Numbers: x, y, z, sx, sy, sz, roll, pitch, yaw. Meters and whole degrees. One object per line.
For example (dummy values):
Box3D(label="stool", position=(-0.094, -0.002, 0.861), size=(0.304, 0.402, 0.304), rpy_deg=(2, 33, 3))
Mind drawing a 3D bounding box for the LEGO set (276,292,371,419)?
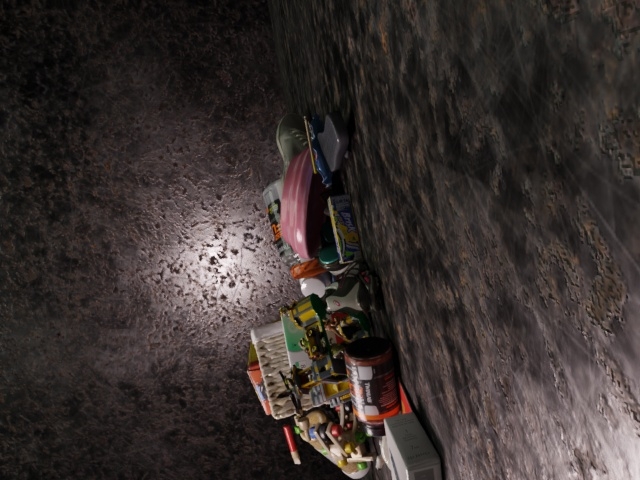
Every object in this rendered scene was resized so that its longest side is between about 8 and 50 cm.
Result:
Box3D(label="LEGO set", position=(-0.004, 0.280, 1.269), size=(0.331, 0.192, 0.255), rpy_deg=(19, -134, -58))

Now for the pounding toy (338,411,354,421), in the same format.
Box3D(label="pounding toy", position=(0.104, 0.607, 2.100), size=(0.181, 0.094, 0.206), rpy_deg=(-132, 31, -81))

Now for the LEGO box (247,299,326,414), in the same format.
Box3D(label="LEGO box", position=(-0.082, 0.447, 2.136), size=(0.500, 0.372, 0.193), rpy_deg=(-124, 12, -81))

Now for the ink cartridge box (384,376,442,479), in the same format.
Box3D(label="ink cartridge box", position=(0.170, 0.458, 1.007), size=(0.261, 0.066, 0.296), rpy_deg=(-117, 17, -72))

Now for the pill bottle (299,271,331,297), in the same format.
Box3D(label="pill bottle", position=(-0.016, 0.129, 2.019), size=(0.216, 0.121, 0.121), rpy_deg=(-78, -19, -62))

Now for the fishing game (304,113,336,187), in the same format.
Box3D(label="fishing game", position=(-0.003, -0.227, 1.347), size=(0.264, 0.041, 0.189), rpy_deg=(-45, -55, -74))

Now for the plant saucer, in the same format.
Box3D(label="plant saucer", position=(-0.043, -0.114, 1.509), size=(0.332, 0.084, 0.332), rpy_deg=(7, -90, -79))

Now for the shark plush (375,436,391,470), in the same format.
Box3D(label="shark plush", position=(0.164, 0.481, 1.264), size=(0.067, 0.073, 0.161), rpy_deg=(-9, -98, -64))

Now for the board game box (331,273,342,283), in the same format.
Box3D(label="board game box", position=(0.070, 0.207, 1.948), size=(0.201, 0.035, 0.136), rpy_deg=(88, 170, -64))

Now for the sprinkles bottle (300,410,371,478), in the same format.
Box3D(label="sprinkles bottle", position=(0.062, 0.788, 2.022), size=(0.355, 0.121, 0.121), rpy_deg=(51, -167, -34))

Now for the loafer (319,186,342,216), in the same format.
Box3D(label="loafer", position=(0.040, -0.077, 1.426), size=(0.170, 0.061, 0.062), rpy_deg=(-107, 8, -50))

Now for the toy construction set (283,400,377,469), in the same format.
Box3D(label="toy construction set", position=(0.054, 0.698, 1.793), size=(0.257, 0.308, 0.237), rpy_deg=(-49, -56, -85))

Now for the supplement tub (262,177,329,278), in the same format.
Box3D(label="supplement tub", position=(-0.068, -0.047, 1.871), size=(0.207, 0.207, 0.338), rpy_deg=(95, 158, -76))

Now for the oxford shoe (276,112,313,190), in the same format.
Box3D(label="oxford shoe", position=(-0.058, -0.303, 1.800), size=(0.130, 0.169, 0.449), rpy_deg=(-51, 30, 37))

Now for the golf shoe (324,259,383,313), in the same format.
Box3D(label="golf shoe", position=(0.062, 0.110, 1.224), size=(0.273, 0.120, 0.105), rpy_deg=(-171, 69, -87))

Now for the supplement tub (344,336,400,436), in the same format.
Box3D(label="supplement tub", position=(0.114, 0.313, 1.119), size=(0.106, 0.106, 0.198), rpy_deg=(-116, 16, -75))

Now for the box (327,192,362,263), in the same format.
Box3D(label="box", position=(0.060, -0.029, 1.318), size=(0.059, 0.054, 0.169), rpy_deg=(128, 132, -84))

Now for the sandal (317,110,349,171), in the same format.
Box3D(label="sandal", position=(0.041, -0.216, 1.170), size=(0.254, 0.054, 0.097), rpy_deg=(159, 90, -83))

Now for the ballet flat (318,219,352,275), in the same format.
Box3D(label="ballet flat", position=(0.049, 0.033, 1.477), size=(0.280, 0.095, 0.096), rpy_deg=(-85, -22, -65))

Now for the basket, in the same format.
Box3D(label="basket", position=(-0.018, 0.362, 1.599), size=(0.331, 0.328, 0.267), rpy_deg=(95, 160, -74))

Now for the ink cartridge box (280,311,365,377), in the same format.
Box3D(label="ink cartridge box", position=(0.019, 0.265, 1.418), size=(0.056, 0.224, 0.181), rpy_deg=(45, -148, -77))
